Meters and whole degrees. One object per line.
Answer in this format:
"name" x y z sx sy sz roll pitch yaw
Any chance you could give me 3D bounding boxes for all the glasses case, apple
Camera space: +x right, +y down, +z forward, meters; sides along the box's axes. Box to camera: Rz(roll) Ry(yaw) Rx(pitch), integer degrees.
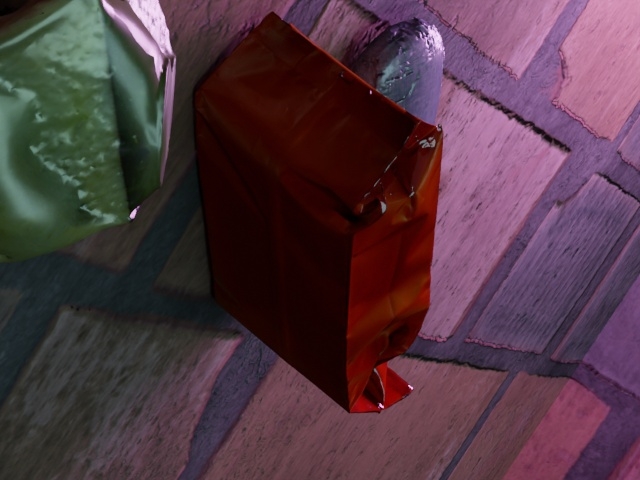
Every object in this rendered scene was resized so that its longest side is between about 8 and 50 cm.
"glasses case" 0.063 -0.098 1.571 0.109 0.067 0.282 -35 152 -31
"apple" -0.180 -0.096 0.990 0.207 0.174 0.188 -39 132 -28

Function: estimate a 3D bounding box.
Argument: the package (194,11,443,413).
"package" 0.000 -0.001 1.422 0.123 0.196 0.423 -38 153 -24
